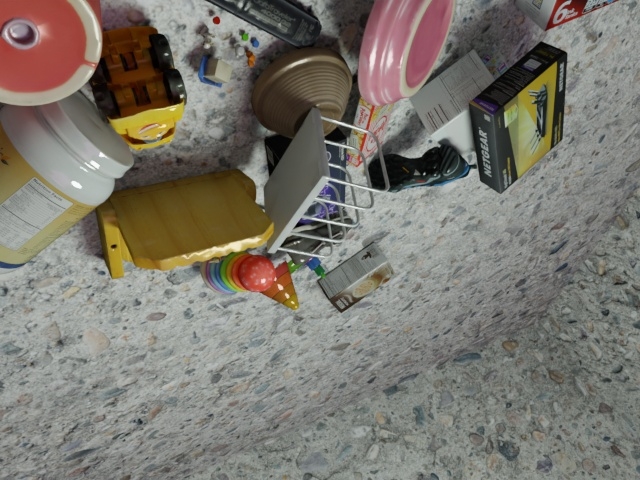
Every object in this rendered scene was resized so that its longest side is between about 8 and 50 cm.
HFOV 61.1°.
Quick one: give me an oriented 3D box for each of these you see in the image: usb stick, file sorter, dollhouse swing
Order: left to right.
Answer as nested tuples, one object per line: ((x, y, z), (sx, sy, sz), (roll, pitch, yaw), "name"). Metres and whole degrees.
((-0.300, 0.019, 1.254), (0.347, 0.305, 0.315), (-15, 142, -26), "dollhouse swing")
((-0.109, -0.450, 1.054), (0.278, 0.045, 0.077), (10, 120, -45), "usb stick")
((0.005, -0.112, 1.209), (0.173, 0.193, 0.277), (10, 142, -25), "file sorter")

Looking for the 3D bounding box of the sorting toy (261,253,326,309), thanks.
((-0.062, 0.114, 1.588), (0.127, 0.126, 0.365), (-41, 176, 22), "sorting toy")

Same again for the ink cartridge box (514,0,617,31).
((0.651, -0.688, 1.279), (0.309, 0.130, 0.272), (-25, 151, -11), "ink cartridge box")

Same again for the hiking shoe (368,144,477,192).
((0.269, -0.182, 1.516), (0.304, 0.113, 0.132), (-2, 168, 43), "hiking shoe")

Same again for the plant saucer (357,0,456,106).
((0.196, -0.437, 1.152), (0.332, 0.084, 0.332), (-50, 157, -31), "plant saucer")

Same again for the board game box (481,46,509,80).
((0.482, -0.461, 1.535), (0.103, 0.026, 0.154), (-44, 144, 15), "board game box")

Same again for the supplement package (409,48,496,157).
((0.388, -0.354, 1.453), (0.203, 0.149, 0.194), (-34, 148, 23), "supplement package")

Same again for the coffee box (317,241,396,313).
((0.130, 0.135, 1.927), (0.246, 0.098, 0.141), (-35, 146, 3), "coffee box")

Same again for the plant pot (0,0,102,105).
((-0.432, -0.337, 0.756), (0.275, 0.243, 0.275), (-21, 144, -17), "plant pot")

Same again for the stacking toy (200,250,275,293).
((-0.200, 0.076, 1.394), (0.141, 0.141, 0.330), (-13, -176, -27), "stacking toy")

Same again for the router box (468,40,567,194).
((0.503, -0.299, 1.372), (0.243, 0.081, 0.309), (-41, 143, -6), "router box")

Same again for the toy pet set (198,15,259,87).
((-0.199, -0.369, 1.089), (0.122, 0.065, 0.114), (15, 89, -51), "toy pet set")

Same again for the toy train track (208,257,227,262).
((-0.255, 0.040, 1.352), (0.048, 0.083, 0.014), (-14, 100, -3), "toy train track")

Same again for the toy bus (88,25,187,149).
((-0.328, -0.243, 0.991), (0.149, 0.220, 0.211), (-17, 149, -18), "toy bus")

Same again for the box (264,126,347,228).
((-0.033, -0.168, 1.419), (0.184, 0.103, 0.261), (-25, 145, -17), "box")

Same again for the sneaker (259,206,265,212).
((-0.158, -0.078, 1.491), (0.044, 0.040, 0.109), (-48, 150, -5), "sneaker")

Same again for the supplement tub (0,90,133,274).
((-0.523, -0.113, 0.973), (0.316, 0.228, 0.228), (-37, 146, 5), "supplement tub")

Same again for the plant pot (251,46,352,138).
((-0.026, -0.302, 1.211), (0.237, 0.109, 0.237), (-19, 153, -10), "plant pot")

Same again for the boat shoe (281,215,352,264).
((0.000, 0.000, 1.575), (0.112, 0.095, 0.335), (-25, 176, 33), "boat shoe")

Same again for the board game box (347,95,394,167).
((0.130, -0.301, 1.375), (0.147, 0.045, 0.193), (-47, 160, -40), "board game box")
